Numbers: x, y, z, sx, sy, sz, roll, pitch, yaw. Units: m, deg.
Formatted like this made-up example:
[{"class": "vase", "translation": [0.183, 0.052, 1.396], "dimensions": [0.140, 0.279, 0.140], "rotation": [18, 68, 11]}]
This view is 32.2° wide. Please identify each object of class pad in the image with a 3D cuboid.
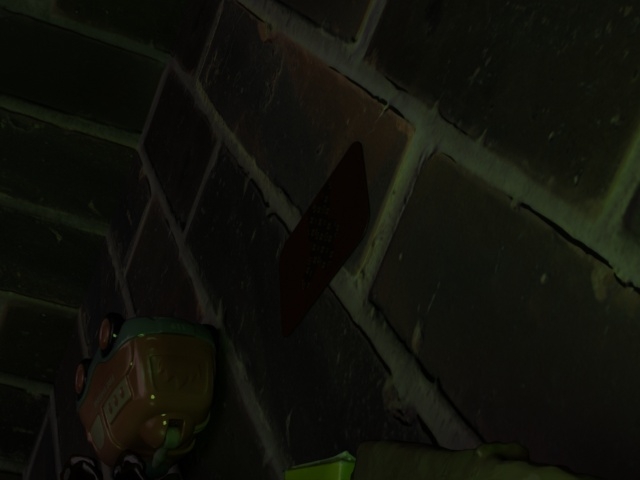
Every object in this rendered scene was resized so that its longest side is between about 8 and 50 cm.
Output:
[{"class": "pad", "translation": [0.000, 0.000, 1.547], "dimensions": [0.267, 0.004, 0.181], "rotation": [-55, 29, 39]}]

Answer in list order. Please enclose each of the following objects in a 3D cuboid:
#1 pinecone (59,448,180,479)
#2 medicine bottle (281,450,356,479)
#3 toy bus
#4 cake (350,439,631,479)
[{"class": "pinecone", "translation": [-0.326, 0.483, 1.517], "dimensions": [0.398, 0.397, 0.398], "rotation": [-50, 31, 46]}, {"class": "medicine bottle", "translation": [0.031, 0.337, 1.037], "dimensions": [0.141, 0.137, 0.250], "rotation": [149, 134, -61]}, {"class": "toy bus", "translation": [-0.275, 0.262, 1.815], "dimensions": [0.288, 0.194, 0.232], "rotation": [-55, 40, 38]}, {"class": "cake", "translation": [0.139, 0.258, 0.702], "dimensions": [0.309, 0.237, 0.230], "rotation": [-22, 52, 67]}]
